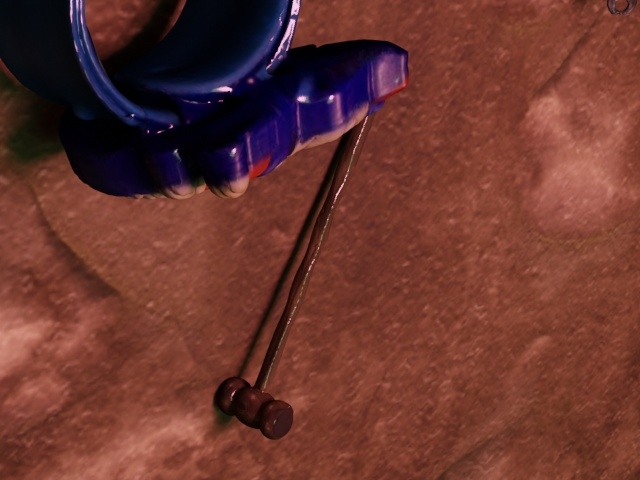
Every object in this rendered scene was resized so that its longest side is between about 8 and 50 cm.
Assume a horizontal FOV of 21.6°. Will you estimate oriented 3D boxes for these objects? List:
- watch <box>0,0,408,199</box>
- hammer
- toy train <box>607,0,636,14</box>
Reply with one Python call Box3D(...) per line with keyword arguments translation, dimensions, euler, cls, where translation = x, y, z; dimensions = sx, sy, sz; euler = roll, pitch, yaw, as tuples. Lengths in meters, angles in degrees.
Box3D(translation=(-0.084, -0.136, 0.974), dimensions=(0.196, 0.171, 0.200), euler=(-39, 125, -40), cls="watch")
Box3D(translation=(0.000, 0.000, 1.214), dimensions=(0.029, 0.058, 0.292), euler=(17, 95, -54), cls="hammer")
Box3D(translation=(0.264, -0.285, 1.280), dimensions=(0.136, 0.091, 0.228), euler=(-24, 128, -48), cls="toy train")
